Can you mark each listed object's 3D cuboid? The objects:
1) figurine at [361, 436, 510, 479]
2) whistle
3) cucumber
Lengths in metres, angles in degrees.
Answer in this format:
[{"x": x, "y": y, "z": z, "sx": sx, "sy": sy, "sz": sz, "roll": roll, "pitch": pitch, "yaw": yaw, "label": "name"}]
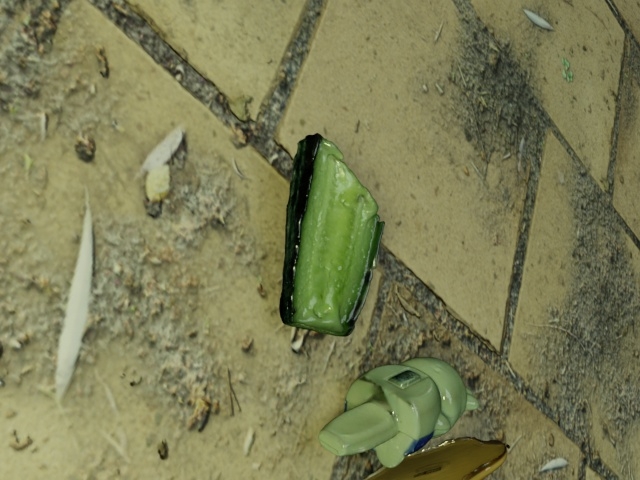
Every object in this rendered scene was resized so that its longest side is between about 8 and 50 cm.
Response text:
[{"x": 0.145, "y": 0.355, "z": 0.869, "sx": 0.181, "sy": 0.208, "sz": 0.257, "roll": -21, "pitch": 90, "yaw": -25, "label": "figurine"}, {"x": 0.084, "y": 0.183, "z": 0.919, "sx": 0.244, "sy": 0.110, "sz": 0.092, "roll": -14, "pitch": 123, "yaw": -51, "label": "whistle"}, {"x": 0.000, "y": 0.000, "z": 0.897, "sx": 0.115, "sy": 0.086, "sz": 0.192, "roll": 20, "pitch": 69, "yaw": -43, "label": "cucumber"}]
